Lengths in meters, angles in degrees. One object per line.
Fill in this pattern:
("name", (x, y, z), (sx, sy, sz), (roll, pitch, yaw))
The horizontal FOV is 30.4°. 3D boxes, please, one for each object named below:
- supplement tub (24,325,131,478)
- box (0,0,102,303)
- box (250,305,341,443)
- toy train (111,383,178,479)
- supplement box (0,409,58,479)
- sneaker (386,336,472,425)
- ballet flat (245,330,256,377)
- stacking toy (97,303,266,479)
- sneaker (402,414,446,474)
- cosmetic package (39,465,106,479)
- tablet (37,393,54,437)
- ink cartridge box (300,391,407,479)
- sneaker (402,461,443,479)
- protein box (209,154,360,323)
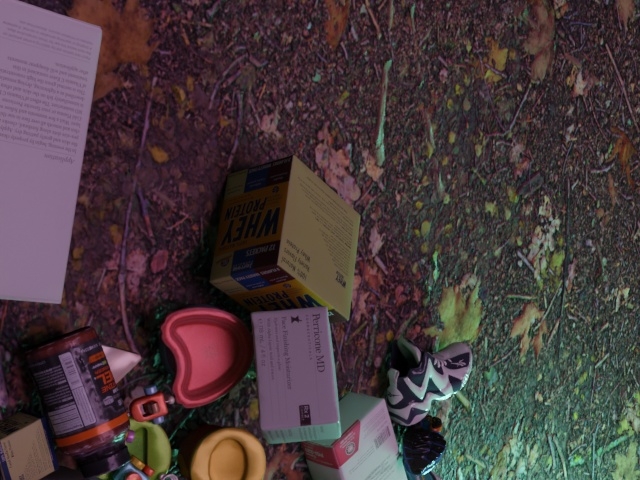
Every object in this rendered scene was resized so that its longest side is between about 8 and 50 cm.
("supplement tub", (-0.329, 0.225, 1.630), (0.106, 0.106, 0.198), (-23, 93, -44))
("box", (-0.419, -0.110, 1.441), (0.168, 0.215, 0.345), (11, 87, -48))
("box", (-0.036, 0.209, 1.799), (0.182, 0.119, 0.181), (84, 0, -73))
("toy train", (-0.259, 0.301, 1.709), (0.125, 0.046, 0.166), (-12, 99, -20))
("supplement box", (-0.417, 0.290, 1.613), (0.083, 0.056, 0.083), (-28, 114, -42))
("sneaker", (0.206, 0.231, 2.268), (0.235, 0.094, 0.153), (-33, 127, -29))
("ballet flat", (-0.055, 0.156, 1.984), (0.241, 0.077, 0.091), (-44, 125, -36))
("stacking toy", (-0.238, 0.251, 1.809), (0.279, 0.130, 0.309), (-4, 95, -21))
("sneaker", (0.195, 0.402, 2.236), (0.221, 0.083, 0.087), (-45, 145, -75))
("cosmetic package", (-0.434, 0.450, 1.542), (0.365, 0.155, 0.197), (-11, 103, -46))
("tablet", (-0.378, 0.238, 1.687), (0.054, 0.006, 0.083), (-22, 112, -45))
("ink cartridge box", (0.066, 0.411, 2.139), (0.158, 0.092, 0.218), (-37, 120, -39))
("sneaker", (0.146, 0.559, 2.264), (0.110, 0.107, 0.275), (30, 67, -25))
("protein box", (-0.053, 0.010, 1.882), (0.200, 0.136, 0.201), (40, 46, -43))
